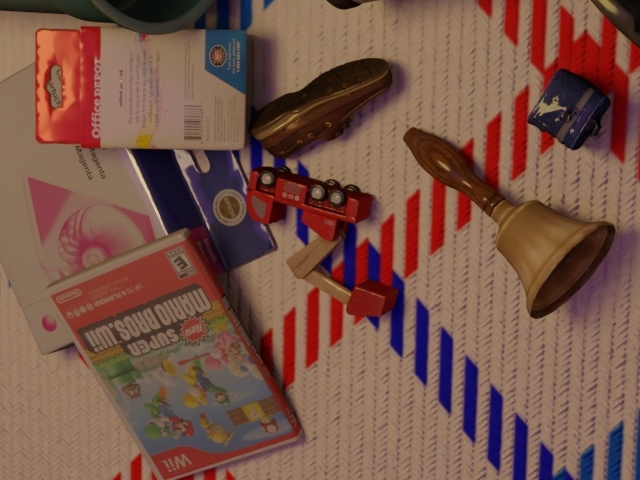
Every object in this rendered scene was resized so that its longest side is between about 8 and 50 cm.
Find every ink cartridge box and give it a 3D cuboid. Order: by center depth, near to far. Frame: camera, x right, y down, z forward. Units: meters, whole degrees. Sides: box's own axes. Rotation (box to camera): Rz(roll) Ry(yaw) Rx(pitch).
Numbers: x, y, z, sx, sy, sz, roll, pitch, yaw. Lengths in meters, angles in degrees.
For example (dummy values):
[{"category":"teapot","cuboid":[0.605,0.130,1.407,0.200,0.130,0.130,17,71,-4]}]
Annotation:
[{"category":"ink cartridge box","cuboid":[-0.197,-0.170,1.483,0.231,0.078,0.134,1,97,-2]},{"category":"ink cartridge box","cuboid":[-0.262,-0.069,1.582,0.330,0.071,0.324,-26,88,25]}]

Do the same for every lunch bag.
[{"category":"lunch bag","cuboid":[0.256,-0.130,1.341,0.065,0.098,0.067,33,104,11]}]

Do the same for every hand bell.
[{"category":"hand bell","cuboid":[0.178,-0.041,1.403,0.242,0.126,0.126,42,112,25]}]

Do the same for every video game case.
[{"category":"video game case","cuboid":[-0.173,0.142,1.557,0.204,0.025,0.285,-21,107,24]}]

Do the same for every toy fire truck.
[{"category":"toy fire truck","cuboid":[0.000,0.000,1.495,0.192,0.047,0.135,16,105,20]}]

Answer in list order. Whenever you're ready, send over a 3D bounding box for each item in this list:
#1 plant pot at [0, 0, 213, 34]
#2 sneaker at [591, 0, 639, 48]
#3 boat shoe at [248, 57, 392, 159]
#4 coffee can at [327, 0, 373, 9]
[{"category":"plant pot","cuboid":[-0.315,-0.386,1.430,0.334,0.341,0.341,2,99,31]},{"category":"sneaker","cuboid":[0.366,-0.226,1.290,0.227,0.087,0.130,36,108,10]},{"category":"boat shoe","cuboid":[0.007,-0.145,1.468,0.178,0.064,0.060,-25,120,24]},{"category":"coffee can","cuboid":[0.130,-0.351,1.302,0.275,0.201,0.201,-7,96,23]}]
